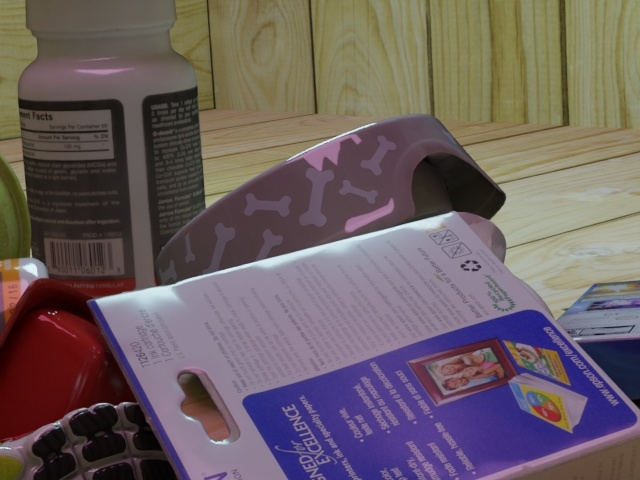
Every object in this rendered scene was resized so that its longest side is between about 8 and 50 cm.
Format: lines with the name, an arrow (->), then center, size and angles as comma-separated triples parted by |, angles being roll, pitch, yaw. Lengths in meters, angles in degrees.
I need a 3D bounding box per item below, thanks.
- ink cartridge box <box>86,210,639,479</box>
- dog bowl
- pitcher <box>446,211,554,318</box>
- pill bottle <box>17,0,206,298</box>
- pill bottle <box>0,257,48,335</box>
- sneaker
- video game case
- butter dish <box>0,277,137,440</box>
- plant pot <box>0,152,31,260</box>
ink cartridge box -> 0.026, 0.107, 1.164 | 0.307, 0.072, 0.304 | -16, 37, -17
dog bowl -> 0.000, 0.000, 1.554 | 0.348, 0.102, 0.349 | -27, -10, -5
pitcher -> 0.115, 0.094, 1.392 | 0.125, 0.178, 0.207 | 24, 20, -20
pill bottle -> -0.242, -0.111, 1.925 | 0.210, 0.363, 0.210 | -3, 10, 0
pill bottle -> -0.356, 0.104, 1.348 | 0.278, 0.162, 0.162 | -5, 10, -9
sneaker -> -0.209, 0.172, 1.112 | 0.279, 0.107, 0.118 | -6, -4, -35
video game case -> 0.349, 0.081, 1.470 | 0.269, 0.061, 0.244 | -5, 9, 23
butter dish -> -0.182, 0.126, 1.218 | 0.118, 0.160, 0.160 | 27, -5, 17
plant pot -> -0.424, 0.020, 1.541 | 0.276, 0.276, 0.254 | -4, 13, -2
